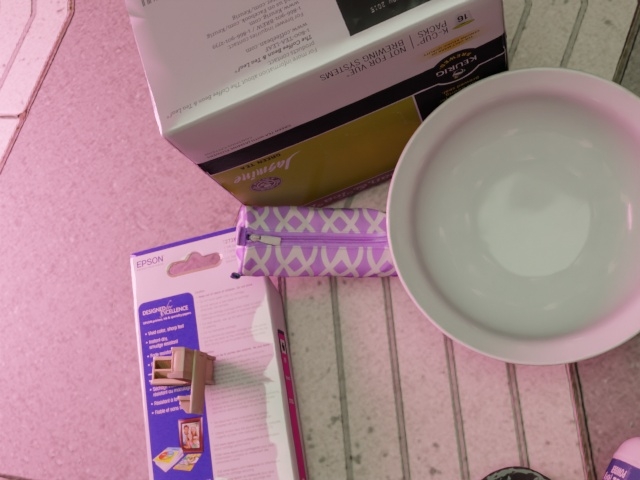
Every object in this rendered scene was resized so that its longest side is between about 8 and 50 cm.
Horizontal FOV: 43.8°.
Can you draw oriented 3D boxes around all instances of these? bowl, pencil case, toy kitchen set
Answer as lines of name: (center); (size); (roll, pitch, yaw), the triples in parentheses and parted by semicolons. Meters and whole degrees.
bowl: (0.225, -0.025, 0.842); (0.298, 0.134, 0.298); (0, 91, 12)
pencil case: (0.000, 0.000, 0.909); (0.206, 0.088, 0.086); (-1, 76, -8)
toy kitchen set: (-0.166, 0.158, 0.882); (0.075, 0.083, 0.068); (-4, 73, 16)

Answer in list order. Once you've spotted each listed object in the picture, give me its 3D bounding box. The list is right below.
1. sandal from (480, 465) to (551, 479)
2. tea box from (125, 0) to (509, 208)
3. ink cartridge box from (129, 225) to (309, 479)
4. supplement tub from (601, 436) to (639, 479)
sandal: (0.085, 0.407, 0.788); (0.167, 0.107, 0.446); (38, 86, 22)
tea box: (0.014, -0.205, 0.869); (0.329, 0.323, 0.220); (-22, 70, 8)
ink cartridge box: (-0.121, 0.176, 0.941); (0.175, 0.069, 0.371); (-14, 74, 13)
supplement tub: (0.299, 0.356, 0.679); (0.228, 0.228, 0.316); (28, 83, 21)
